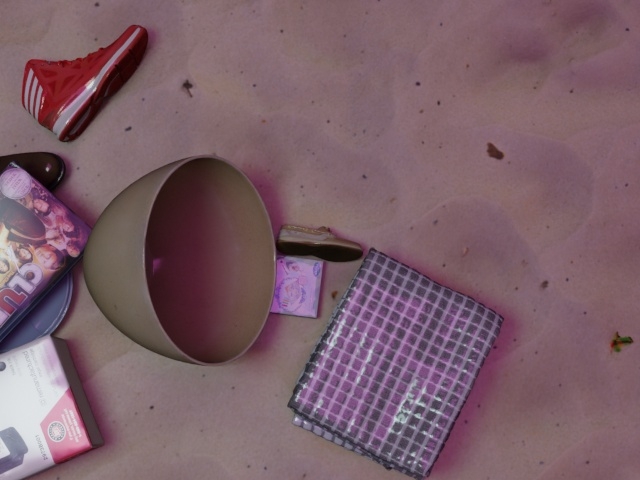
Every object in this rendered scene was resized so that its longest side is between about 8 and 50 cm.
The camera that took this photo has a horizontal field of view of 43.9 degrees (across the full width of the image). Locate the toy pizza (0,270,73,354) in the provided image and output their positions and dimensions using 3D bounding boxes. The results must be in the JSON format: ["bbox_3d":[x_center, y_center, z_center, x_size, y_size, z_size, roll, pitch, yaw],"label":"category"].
[{"bbox_3d":[-0.469,0.070,1.183,0.201,0.032,0.201,1,80,-3],"label":"toy pizza"}]

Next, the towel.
[{"bbox_3d":[0.108,0.184,1.164,0.235,0.121,0.283,27,78,2],"label":"towel"}]

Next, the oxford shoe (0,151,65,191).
[{"bbox_3d":[-0.497,-0.088,1.180,0.227,0.096,0.082,-15,79,-9],"label":"oxford shoe"}]

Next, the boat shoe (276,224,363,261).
[{"bbox_3d":[0.000,0.000,1.227,0.136,0.050,0.045,10,55,-9],"label":"boat shoe"}]

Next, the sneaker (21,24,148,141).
[{"bbox_3d":[-0.377,-0.273,1.230,0.128,0.087,0.221,36,77,1],"label":"sneaker"}]

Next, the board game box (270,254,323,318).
[{"bbox_3d":[-0.045,0.071,1.224,0.090,0.020,0.090,8,78,-3],"label":"board game box"}]

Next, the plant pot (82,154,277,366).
[{"bbox_3d":[-0.218,0.032,1.116,0.191,0.284,0.284,-5,77,31],"label":"plant pot"}]

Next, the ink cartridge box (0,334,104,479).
[{"bbox_3d":[-0.453,0.258,1.113,0.237,0.100,0.171,-23,81,-9],"label":"ink cartridge box"}]

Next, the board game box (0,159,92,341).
[{"bbox_3d":[-0.459,0.029,1.135,0.165,0.042,0.243,43,80,-9],"label":"board game box"}]
